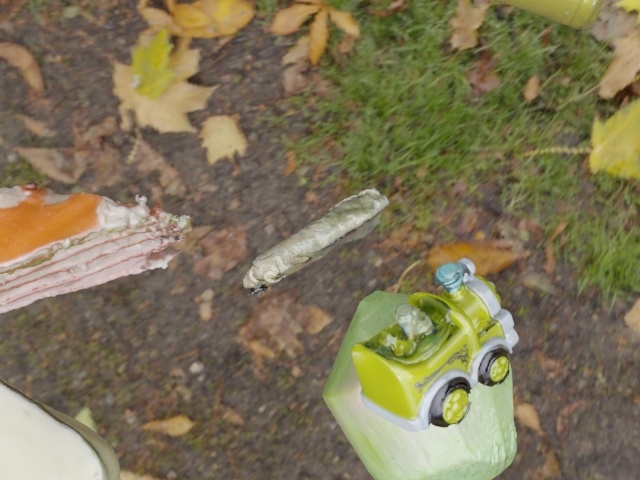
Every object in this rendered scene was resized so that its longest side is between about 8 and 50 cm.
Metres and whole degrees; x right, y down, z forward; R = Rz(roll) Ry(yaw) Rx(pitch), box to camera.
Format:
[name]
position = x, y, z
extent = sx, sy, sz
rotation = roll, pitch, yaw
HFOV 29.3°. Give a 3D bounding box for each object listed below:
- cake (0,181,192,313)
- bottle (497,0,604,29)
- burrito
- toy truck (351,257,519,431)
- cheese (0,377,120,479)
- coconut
[cake]
position = -0.239, -0.004, 0.938
extent = 0.287, 0.135, 0.098
rotation = -8, 144, 1
[bottle]
position = 0.141, -0.353, 1.278
extent = 0.351, 0.171, 0.172
rotation = 18, 109, 1
[burrito]
position = -0.001, -0.002, 1.167
extent = 0.051, 0.171, 0.042
rotation = -20, 98, 60
[toy truck]
position = 0.072, 0.060, 0.773
extent = 0.076, 0.111, 0.077
rotation = 21, 142, 46
[cheese]
position = -0.330, 0.207, 1.241
extent = 0.266, 0.233, 0.127
rotation = 38, 77, -21
[coconut]
position = 0.110, 0.160, 1.325
extent = 0.204, 0.236, 0.236
rotation = -32, 93, 49
